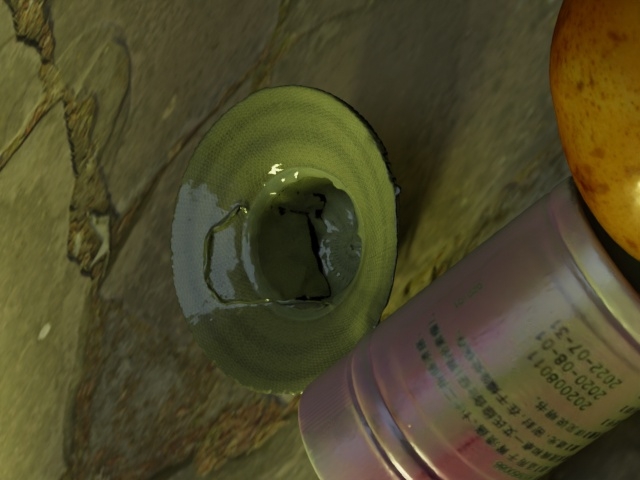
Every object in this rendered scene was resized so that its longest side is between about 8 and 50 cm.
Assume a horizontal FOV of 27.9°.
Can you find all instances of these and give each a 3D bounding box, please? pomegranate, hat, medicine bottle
[{"bbox_3d":[0.264,-0.097,0.750,0.264,0.264,0.264,-10,75,41],"label":"pomegranate"},{"bbox_3d":[0.000,0.000,1.061,0.252,0.110,0.252,-2,87,40],"label":"hat"},{"bbox_3d":[0.122,0.089,0.886,0.254,0.152,0.152,-40,57,24],"label":"medicine bottle"}]
